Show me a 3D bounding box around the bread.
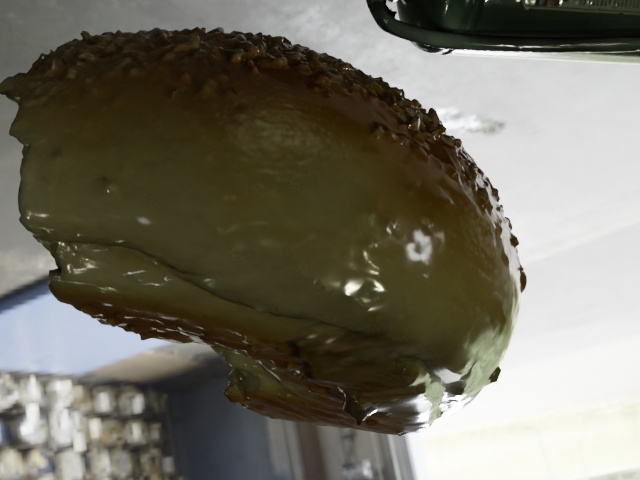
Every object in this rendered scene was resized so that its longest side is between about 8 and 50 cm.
[{"bbox_3d":[0.002,-0.001,0.557,0.192,0.171,0.314,4,159,36],"label":"bread"}]

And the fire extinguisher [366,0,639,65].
[{"bbox_3d":[0.129,-0.160,0.703,0.294,0.118,0.093,0,150,-21],"label":"fire extinguisher"}]
